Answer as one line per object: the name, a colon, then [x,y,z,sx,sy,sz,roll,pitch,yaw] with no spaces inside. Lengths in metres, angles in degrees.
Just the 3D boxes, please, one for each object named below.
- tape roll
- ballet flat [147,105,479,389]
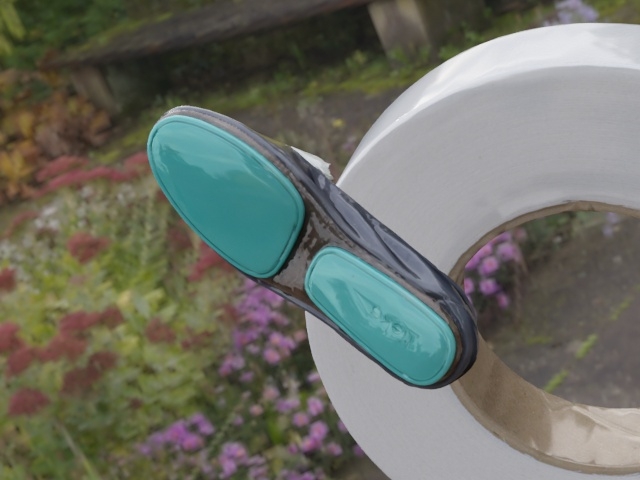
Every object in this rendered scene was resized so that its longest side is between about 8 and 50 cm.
tape roll: [0.180,0.051,0.857,0.392,0.392,0.072,-14,25,26]
ballet flat: [0.000,0.000,0.680,0.074,0.203,0.074,-49,-13,-15]
